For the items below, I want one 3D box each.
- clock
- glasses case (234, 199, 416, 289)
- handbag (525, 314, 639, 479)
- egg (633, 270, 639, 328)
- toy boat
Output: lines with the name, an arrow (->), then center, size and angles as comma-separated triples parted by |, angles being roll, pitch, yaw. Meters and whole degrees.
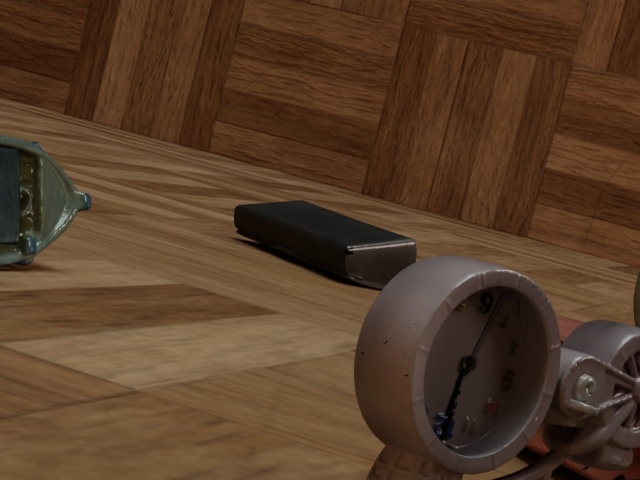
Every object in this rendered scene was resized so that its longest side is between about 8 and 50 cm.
clock -> 0.064, 0.054, 0.501 | 0.129, 0.087, 0.041 | 12, 0, -40
glasses case -> 0.000, 0.000, 1.288 | 0.072, 0.042, 0.190 | 4, 9, -31
handbag -> 0.184, 0.089, 0.626 | 0.157, 0.059, 0.212 | 11, 7, -26
egg -> 0.273, 0.040, 0.934 | 0.209, 0.151, 0.151 | 7, 8, -43
toy boat -> -0.171, -0.021, 0.798 | 0.058, 0.069, 0.173 | 1, 0, 18
